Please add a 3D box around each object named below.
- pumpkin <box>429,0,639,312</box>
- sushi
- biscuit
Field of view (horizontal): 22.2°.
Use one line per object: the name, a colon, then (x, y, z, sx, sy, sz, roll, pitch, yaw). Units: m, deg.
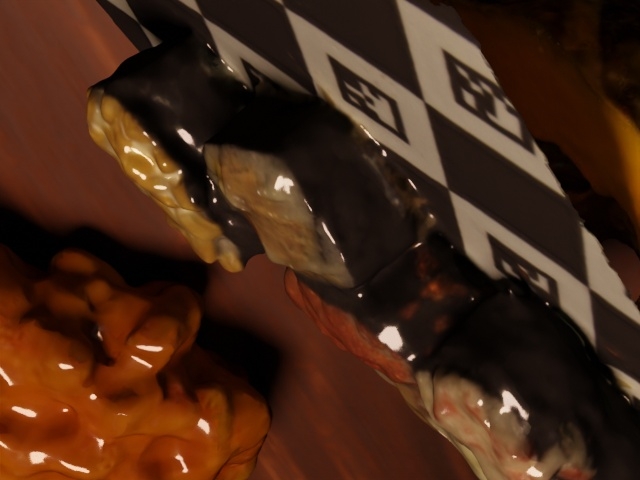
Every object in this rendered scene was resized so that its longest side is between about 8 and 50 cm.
pumpkin: (0.116, -0.065, 0.592, 0.278, 0.163, 0.111, 20, 131, 59)
sushi: (0.000, 0.000, 0.592, 0.294, 0.059, 0.292, 29, 162, 51)
biscuit: (-0.191, 0.111, 0.855, 0.318, 0.110, 0.312, 17, 137, -2)
